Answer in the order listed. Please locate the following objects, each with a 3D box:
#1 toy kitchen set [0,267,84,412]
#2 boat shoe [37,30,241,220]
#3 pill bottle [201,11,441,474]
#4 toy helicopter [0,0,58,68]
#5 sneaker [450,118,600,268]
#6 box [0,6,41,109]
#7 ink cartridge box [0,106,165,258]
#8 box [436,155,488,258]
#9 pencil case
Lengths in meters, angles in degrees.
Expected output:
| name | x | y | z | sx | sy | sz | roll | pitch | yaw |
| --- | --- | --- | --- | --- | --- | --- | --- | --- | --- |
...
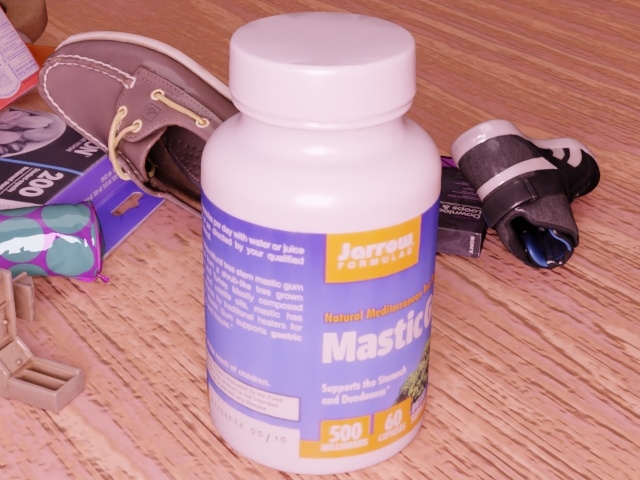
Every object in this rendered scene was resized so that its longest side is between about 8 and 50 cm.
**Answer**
| name | x | y | z | sx | sy | sz | roll | pitch | yaw |
| --- | --- | --- | --- | --- | --- | --- | --- | --- | --- |
| toy kitchen set | -0.200 | 0.061 | 0.868 | 0.075 | 0.083 | 0.068 | 13 | 30 | 22 |
| boat shoe | -0.128 | -0.088 | 1.094 | 0.324 | 0.116 | 0.097 | 29 | 40 | 15 |
| pill bottle | 0.000 | 0.000 | 0.791 | 0.152 | 0.272 | 0.152 | 1 | 28 | 0 |
| toy helicopter | -0.428 | -0.198 | 1.358 | 0.235 | 0.140 | 0.355 | 20 | 42 | 16 |
| sneaker | 0.199 | -0.028 | 1.086 | 0.217 | 0.079 | 0.121 | 7 | 55 | -51 |
| box | -0.394 | -0.135 | 1.100 | 0.142 | 0.154 | 0.300 | -26 | 16 | 22 |
| ink cartridge box | -0.248 | -0.060 | 1.146 | 0.208 | 0.045 | 0.206 | 10 | 28 | 14 |
| box | 0.102 | -0.037 | 1.133 | 0.116 | 0.029 | 0.162 | 8 | 29 | 12 |
| pencil case | -0.250 | 0.009 | 0.989 | 0.152 | 0.070 | 0.064 | -7 | -7 | -11 |
